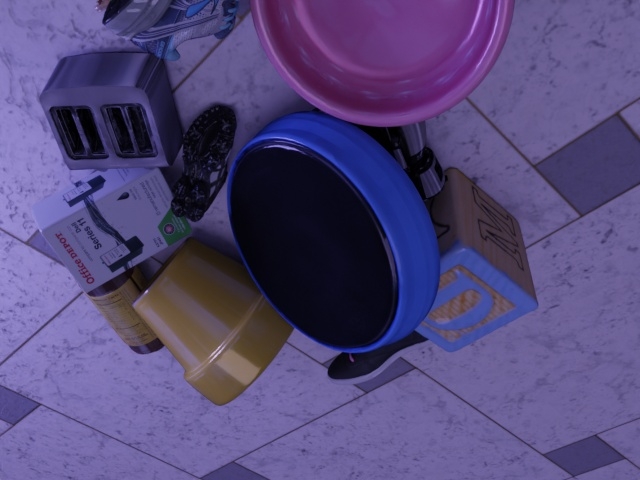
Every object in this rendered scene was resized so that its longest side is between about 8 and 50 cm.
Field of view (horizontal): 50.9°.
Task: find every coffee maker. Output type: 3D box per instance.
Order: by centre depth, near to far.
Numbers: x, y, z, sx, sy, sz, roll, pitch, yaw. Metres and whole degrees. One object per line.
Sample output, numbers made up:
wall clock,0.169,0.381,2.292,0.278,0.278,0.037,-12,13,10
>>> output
coffee maker,0.094,-0.143,1.040,0.171,0.120,0.178,8,139,34

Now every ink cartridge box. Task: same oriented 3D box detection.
ink cartridge box,-0.342,-0.033,1.112,0.208,0.087,0.153,-32,133,-12

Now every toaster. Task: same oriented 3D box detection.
toaster,-0.306,-0.194,1.006,0.168,0.110,0.186,-1,133,4

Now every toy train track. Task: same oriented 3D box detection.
toy train track,-0.289,-0.320,0.951,0.048,0.014,0.083,-22,129,23

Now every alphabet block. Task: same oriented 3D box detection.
alphabet block,0.220,0.035,1.127,0.193,0.197,0.192,37,127,-27

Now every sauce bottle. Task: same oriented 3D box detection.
sauce bottle,-0.393,0.074,1.271,0.111,0.111,0.344,-10,130,14

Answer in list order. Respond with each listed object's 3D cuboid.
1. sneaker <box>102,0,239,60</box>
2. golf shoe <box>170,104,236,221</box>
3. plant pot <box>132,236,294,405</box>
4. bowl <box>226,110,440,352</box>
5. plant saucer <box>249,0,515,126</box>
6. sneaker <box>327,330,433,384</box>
sneaker,-0.137,-0.324,0.832,0.283,0.110,0.122,-23,140,33
golf shoe,-0.185,-0.130,1.093,0.077,0.094,0.198,28,107,3
plant pot,-0.200,0.130,1.231,0.239,0.254,0.254,41,125,-12
bowl,0.000,0.000,1.033,0.391,0.077,0.391,28,134,34
plant saucer,0.076,-0.310,0.848,0.332,0.084,0.332,10,128,13
sneaker,0.103,0.181,1.344,0.295,0.105,0.147,-32,122,23
